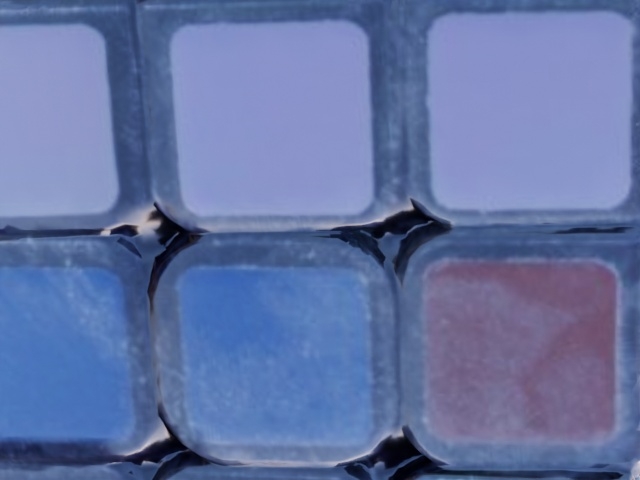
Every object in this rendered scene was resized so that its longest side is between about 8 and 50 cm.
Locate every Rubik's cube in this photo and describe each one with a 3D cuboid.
[{"bbox_3d":[0.000,0.000,0.966,0.362,0.363,0.359,2,105,11],"label":"Rubik's cube"}]
